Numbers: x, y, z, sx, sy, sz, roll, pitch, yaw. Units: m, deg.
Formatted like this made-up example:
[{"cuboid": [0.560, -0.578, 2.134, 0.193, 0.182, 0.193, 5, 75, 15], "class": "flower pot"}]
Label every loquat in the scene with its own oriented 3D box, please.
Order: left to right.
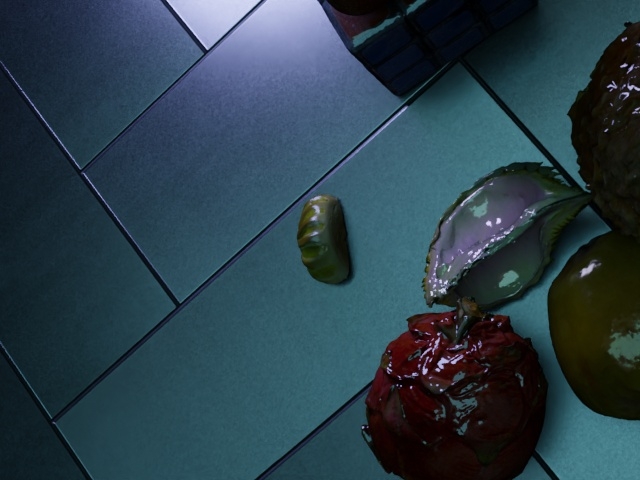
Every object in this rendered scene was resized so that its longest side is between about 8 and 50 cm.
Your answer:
[{"cuboid": [0.463, 0.126, 1.659, 0.276, 0.276, 0.283, -34, 75, 11], "class": "loquat"}]

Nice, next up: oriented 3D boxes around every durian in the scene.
[{"cuboid": [0.284, -0.026, 1.804, 0.305, 0.185, 0.195, -44, 47, 15], "class": "durian"}]

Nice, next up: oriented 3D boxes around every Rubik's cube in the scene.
[{"cuboid": [0.138, -0.459, 1.817, 0.305, 0.301, 0.303, -31, 76, 11], "class": "Rubik's cube"}]

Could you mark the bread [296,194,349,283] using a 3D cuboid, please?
[{"cuboid": [0.000, 0.000, 1.919, 0.083, 0.094, 0.157, -12, 88, 12], "class": "bread"}]

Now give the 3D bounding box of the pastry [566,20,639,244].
[{"cuboid": [0.534, -0.179, 1.602, 0.293, 0.405, 0.337, 15, 116, -9], "class": "pastry"}]

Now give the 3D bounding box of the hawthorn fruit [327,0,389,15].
[{"cuboid": [0.066, -0.419, 1.598, 0.188, 0.169, 0.169, -28, 76, 11], "class": "hawthorn fruit"}]

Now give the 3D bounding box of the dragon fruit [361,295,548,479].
[{"cuboid": [0.205, 0.252, 1.721, 0.277, 0.277, 0.342, 23, 122, 19], "class": "dragon fruit"}]
